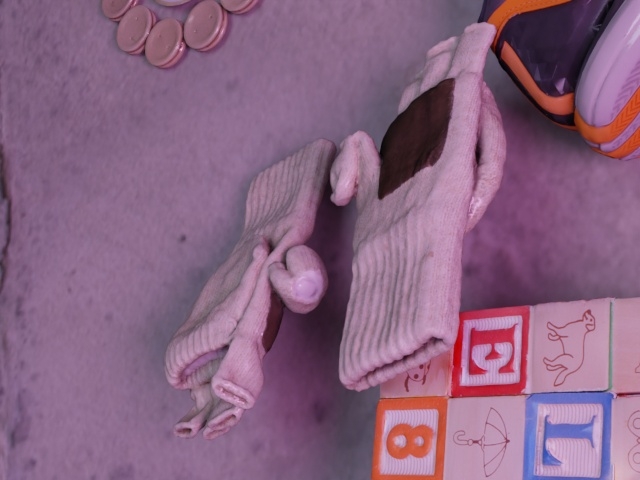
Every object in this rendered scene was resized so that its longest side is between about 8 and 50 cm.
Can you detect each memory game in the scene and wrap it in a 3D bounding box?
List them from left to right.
[{"bbox_3d":[-0.091,-0.212,0.975,0.186,0.012,0.186,-16,65,36],"label":"memory game"}]

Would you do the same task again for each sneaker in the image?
[{"bbox_3d":[0.182,-0.212,0.666,0.321,0.124,0.180,-52,50,14],"label":"sneaker"}]

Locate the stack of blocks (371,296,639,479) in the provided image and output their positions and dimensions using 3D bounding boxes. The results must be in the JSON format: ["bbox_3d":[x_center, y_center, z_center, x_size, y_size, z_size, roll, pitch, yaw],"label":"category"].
[{"bbox_3d":[0.110,0.181,0.613,0.171,0.087,0.297,-7,71,39],"label":"stack of blocks"}]

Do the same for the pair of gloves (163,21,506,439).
[{"bbox_3d":[0.000,0.000,0.730,0.240,0.042,0.204,-26,36,47],"label":"pair of gloves"}]
